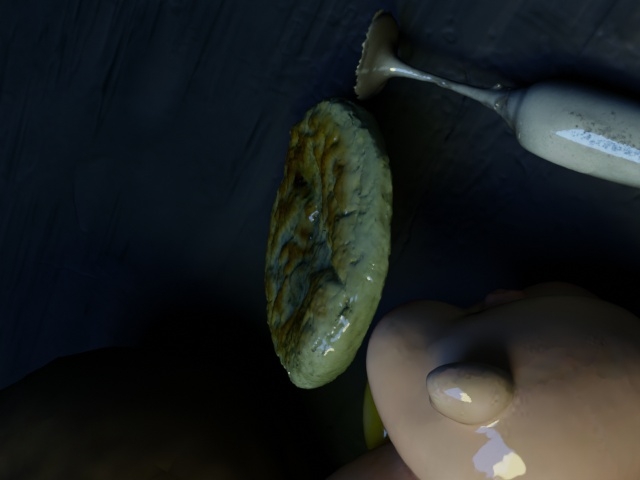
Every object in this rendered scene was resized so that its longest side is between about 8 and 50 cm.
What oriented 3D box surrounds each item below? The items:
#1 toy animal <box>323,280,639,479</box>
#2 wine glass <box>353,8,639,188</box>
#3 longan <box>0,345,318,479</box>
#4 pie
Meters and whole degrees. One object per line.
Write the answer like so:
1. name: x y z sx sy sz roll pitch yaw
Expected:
1. toy animal: 0.107 0.133 0.740 0.277 0.345 0.247 53 156 43
2. wine glass: 0.152 -0.094 0.726 0.262 0.074 0.074 23 128 22
3. longan: -0.163 0.305 0.981 0.435 0.403 0.404 26 134 51
4. pie: 0.000 0.000 0.811 0.054 0.241 0.241 8 133 -17
